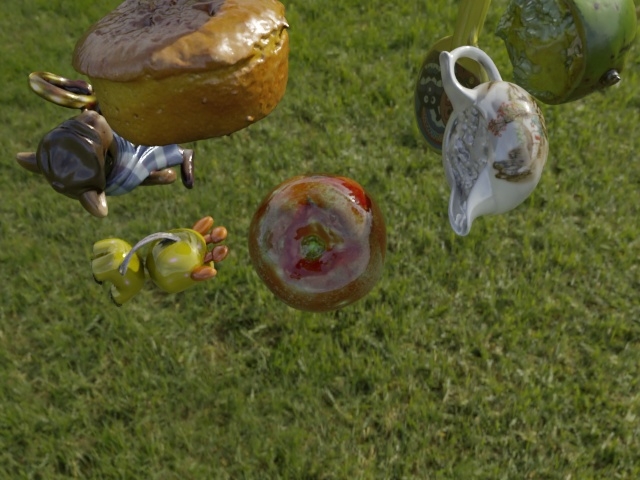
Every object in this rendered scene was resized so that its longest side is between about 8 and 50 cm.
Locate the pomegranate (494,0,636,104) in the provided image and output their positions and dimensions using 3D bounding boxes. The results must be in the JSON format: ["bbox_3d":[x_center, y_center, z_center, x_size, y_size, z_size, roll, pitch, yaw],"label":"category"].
[{"bbox_3d":[0.447,-0.414,1.433,0.260,0.260,0.341,-15,69,-9],"label":"pomegranate"}]

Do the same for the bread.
[{"bbox_3d":[-0.193,-0.260,1.089,0.312,0.172,0.312,-6,35,4],"label":"bread"}]

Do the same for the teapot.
[{"bbox_3d":[0.253,-0.153,1.176,0.139,0.204,0.298,1,76,-21],"label":"teapot"}]

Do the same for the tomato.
[{"bbox_3d":[0.000,0.000,1.474,0.270,0.270,0.222,2,6,7],"label":"tomato"}]

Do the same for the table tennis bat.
[{"bbox_3d":[0.263,-0.335,1.449,0.054,0.369,0.224,-5,34,-28],"label":"table tennis bat"}]

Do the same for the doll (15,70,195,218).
[{"bbox_3d":[-0.418,-0.202,1.531,0.318,0.209,0.340,46,32,4],"label":"doll"}]

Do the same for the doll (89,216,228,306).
[{"bbox_3d":[-0.259,0.029,1.273,0.221,0.135,0.143,-15,43,6],"label":"doll"}]
